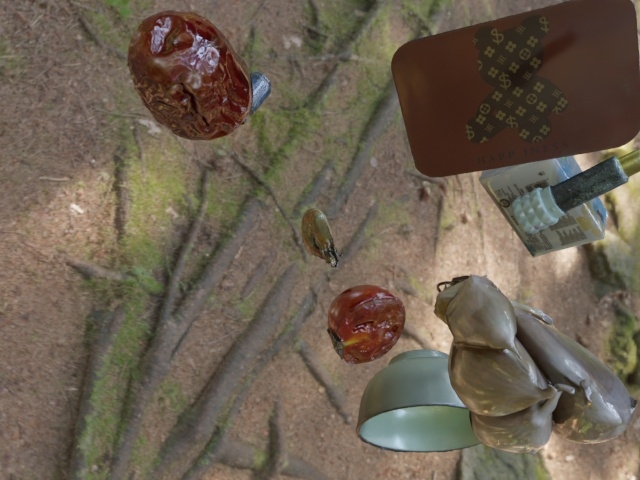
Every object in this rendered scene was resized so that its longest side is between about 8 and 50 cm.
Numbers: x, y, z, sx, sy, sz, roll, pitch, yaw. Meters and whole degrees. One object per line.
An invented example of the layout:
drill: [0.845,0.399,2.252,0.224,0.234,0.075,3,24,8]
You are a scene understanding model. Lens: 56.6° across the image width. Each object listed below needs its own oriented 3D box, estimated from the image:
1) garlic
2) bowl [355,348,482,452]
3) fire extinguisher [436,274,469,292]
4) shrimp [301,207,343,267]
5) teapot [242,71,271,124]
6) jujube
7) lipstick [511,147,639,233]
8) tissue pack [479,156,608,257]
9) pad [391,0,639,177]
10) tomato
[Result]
garlic: [0.262,0.152,0.745,0.292,0.210,0.237,-105,175,-63]
bowl: [0.262,0.397,1.509,0.354,0.354,0.185,38,40,-38]
fire extinguisher: [0.241,0.103,0.987,0.157,0.078,0.045,47,56,-38]
shrimp: [0.000,0.000,1.318,0.042,0.190,0.101,3,124,-29]
teapot: [-0.123,-0.233,0.956,0.083,0.064,0.049,-55,167,-19]
jujube: [-0.177,-0.226,0.823,0.230,0.155,0.155,80,18,-80]
lipstick: [0.222,-0.044,0.505,0.037,0.116,0.037,27,48,-35]
tissue pack: [0.460,-0.104,1.217,0.229,0.159,0.145,48,45,-21]
pad: [0.227,-0.171,0.698,0.004,0.267,0.181,-66,142,-57]
tomato: [0.069,0.134,1.030,0.139,0.091,0.159,-25,130,-13]
